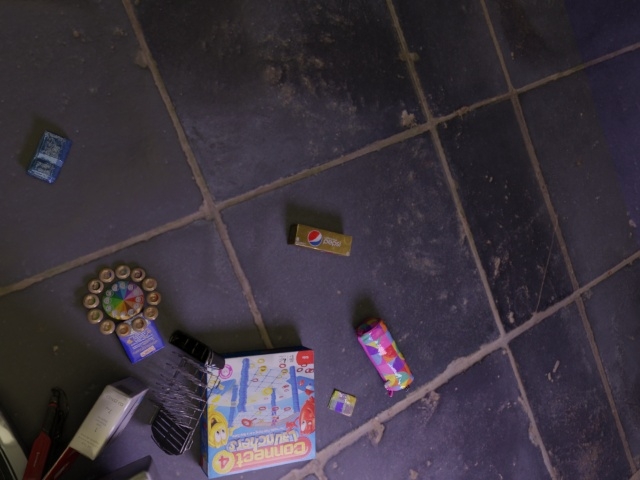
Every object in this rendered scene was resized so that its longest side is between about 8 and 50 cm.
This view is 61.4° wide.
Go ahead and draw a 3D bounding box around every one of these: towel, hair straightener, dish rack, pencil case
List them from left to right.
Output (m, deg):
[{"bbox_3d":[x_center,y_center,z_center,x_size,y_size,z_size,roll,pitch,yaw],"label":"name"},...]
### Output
[{"bbox_3d":[-0.623,0.450,1.238,0.047,0.089,0.230,-6,52,-5],"label":"hair straightener"},{"bbox_3d":[-0.654,-0.202,1.302,0.067,0.029,0.119,24,78,-23],"label":"towel"},{"bbox_3d":[-0.347,0.377,1.332,0.074,0.208,0.271,32,76,-36],"label":"dish rack"},{"bbox_3d":[0.067,0.489,1.621,0.083,0.009,0.060,27,78,-22],"label":"towel"},{"bbox_3d":[0.195,0.350,1.640,0.104,0.104,0.236,-33,100,-22],"label":"pencil case"}]

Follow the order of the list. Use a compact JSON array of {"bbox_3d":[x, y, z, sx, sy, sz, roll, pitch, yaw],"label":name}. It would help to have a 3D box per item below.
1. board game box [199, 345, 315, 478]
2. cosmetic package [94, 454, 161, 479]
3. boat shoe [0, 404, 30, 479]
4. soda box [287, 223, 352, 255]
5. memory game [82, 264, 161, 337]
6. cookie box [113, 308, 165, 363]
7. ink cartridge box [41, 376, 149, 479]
[{"bbox_3d":[-0.169,0.456,1.470,0.308,0.086,0.302,-1,88,-25],"label":"board game box"},{"bbox_3d":[-0.428,0.656,1.039,0.329,0.394,0.327,-22,80,-22],"label":"cosmetic package"},{"bbox_3d":[-0.713,0.504,1.194,0.119,0.121,0.335,-24,100,-28],"label":"boat shoe"},{"bbox_3d":[0.000,0.000,1.583,0.181,0.058,0.061,13,82,-24],"label":"soda box"},{"bbox_3d":[-0.492,0.149,1.344,0.186,0.012,0.186,6,70,-17],"label":"memory game"},{"bbox_3d":[-0.461,0.243,1.367,0.092,0.040,0.107,-27,98,-24],"label":"cookie box"},{"bbox_3d":[-0.499,0.440,1.201,0.066,0.296,0.261,32,75,-3],"label":"ink cartridge box"}]
